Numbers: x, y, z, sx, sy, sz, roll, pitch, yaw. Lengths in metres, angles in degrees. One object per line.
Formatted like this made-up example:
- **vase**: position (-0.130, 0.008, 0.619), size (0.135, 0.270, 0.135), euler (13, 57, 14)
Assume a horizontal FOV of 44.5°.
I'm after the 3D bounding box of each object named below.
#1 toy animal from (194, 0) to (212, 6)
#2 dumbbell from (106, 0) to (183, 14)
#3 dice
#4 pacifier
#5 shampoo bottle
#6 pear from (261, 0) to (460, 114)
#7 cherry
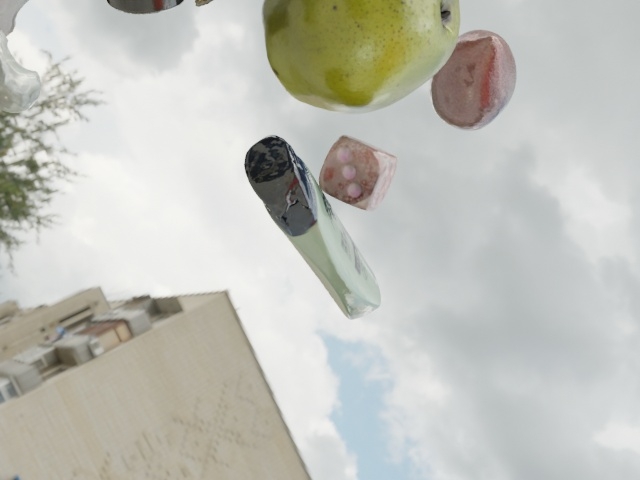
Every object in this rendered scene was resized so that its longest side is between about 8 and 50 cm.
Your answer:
- **toy animal**: position (-0.182, -0.406, 1.087), size (0.197, 0.272, 0.160), euler (-6, -50, 27)
- **dumbbell**: position (-0.212, -0.370, 0.913), size (0.100, 0.100, 0.191), euler (37, -41, 37)
- **dice**: position (0.056, -0.101, 1.175), size (0.091, 0.094, 0.093), euler (26, -78, 14)
- **pacifier**: position (-0.580, -0.360, 1.324), size (0.273, 0.220, 0.332), euler (33, -41, -29)
- **shampoo bottle**: position (0.000, 0.000, 1.135), size (0.359, 0.078, 0.134), euler (56, 11, -52)
- **pear**: position (0.060, -0.323, 1.153), size (0.294, 0.294, 0.294), euler (36, -39, 37)
- **cherry**: position (0.360, -0.396, 1.881), size (0.206, 0.239, 0.239), euler (19, -51, 41)
